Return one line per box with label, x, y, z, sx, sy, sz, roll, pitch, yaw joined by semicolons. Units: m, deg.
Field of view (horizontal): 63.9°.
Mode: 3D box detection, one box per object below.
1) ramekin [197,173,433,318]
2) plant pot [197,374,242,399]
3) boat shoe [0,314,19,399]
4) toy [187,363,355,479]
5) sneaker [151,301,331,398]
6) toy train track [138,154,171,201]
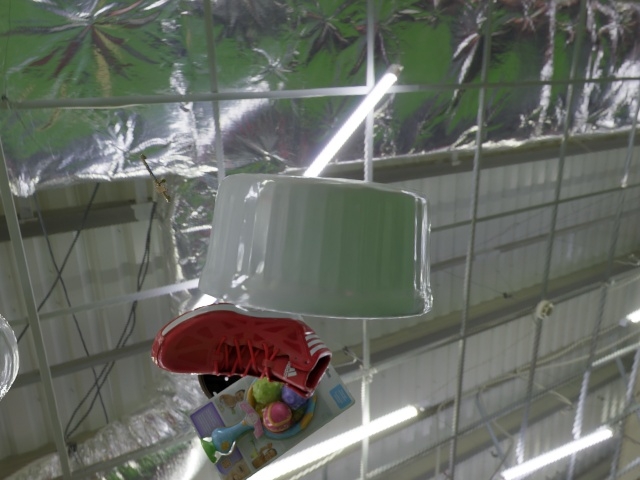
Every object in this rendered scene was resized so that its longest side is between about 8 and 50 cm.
ramekin;0.000;0.000;0.613;0.277;0.277;0.135;4;-88;-33
plant pot;-0.160;0.258;1.002;0.167;0.165;0.167;6;-114;-14
boat shoe;-0.424;0.190;0.588;0.098;0.096;0.277;21;-61;-12
toy;-0.080;0.262;0.803;0.237;0.137;0.056;-33;-19;-7
sneaker;-0.079;0.136;0.622;0.221;0.128;0.087;-4;-70;-38
toy train track;-0.258;-0.100;0.812;0.014;0.048;0.083;-38;-69;-27
